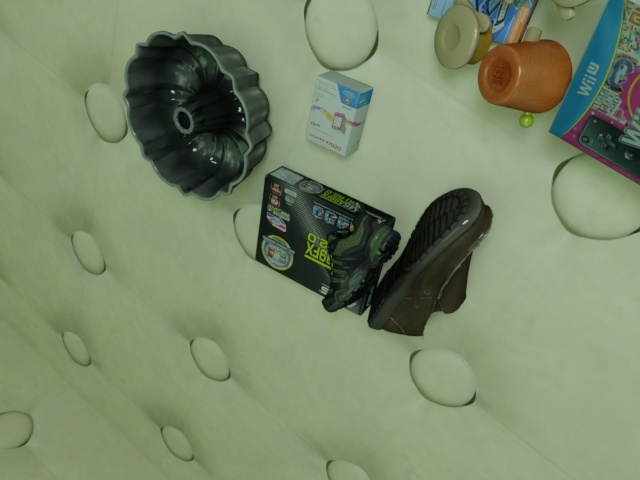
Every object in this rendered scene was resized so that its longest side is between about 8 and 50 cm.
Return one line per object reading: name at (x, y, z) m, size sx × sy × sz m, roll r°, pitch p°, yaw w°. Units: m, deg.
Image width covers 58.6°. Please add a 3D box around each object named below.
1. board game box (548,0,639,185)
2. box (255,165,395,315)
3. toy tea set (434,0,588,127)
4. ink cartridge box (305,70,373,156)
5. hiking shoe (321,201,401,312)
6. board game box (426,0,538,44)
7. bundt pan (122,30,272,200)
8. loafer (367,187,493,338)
board game box at (0.443, -0.142, 0.643) m, size 0.303 × 0.097 × 0.224 m, roll 41°, pitch 159°, yaw 23°
box at (0.000, 0.000, 1.147) m, size 0.270 × 0.060 × 0.216 m, roll 27°, pitch 127°, yaw 21°
toy tea set at (0.291, -0.314, 0.711) m, size 0.200 × 0.124 × 0.336 m, roll 66°, pitch 146°, yaw 28°
ink cartridge box at (0.031, -0.223, 1.007) m, size 0.088 × 0.052 × 0.123 m, roll 28°, pitch 129°, yaw 20°
hiking shoe at (0.054, 0.035, 1.047) m, size 0.114 × 0.086 × 0.227 m, roll 48°, pitch 126°, yaw 20°
board game box at (0.253, -0.420, 0.756) m, size 0.145 × 0.027 × 0.281 m, roll 31°, pitch 129°, yaw 20°
bundt pan at (-0.232, -0.253, 1.131) m, size 0.330 × 0.124 × 0.331 m, roll 17°, pitch 123°, yaw 27°
loafer at (0.206, 0.051, 1.003) m, size 0.130 × 0.134 × 0.366 m, roll 23°, pitch 140°, yaw -5°
